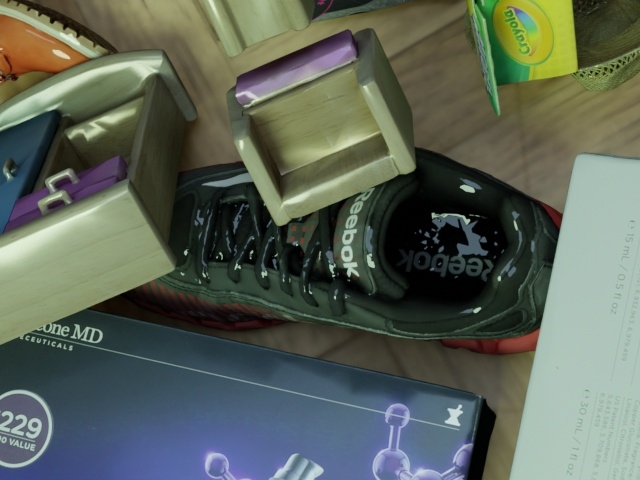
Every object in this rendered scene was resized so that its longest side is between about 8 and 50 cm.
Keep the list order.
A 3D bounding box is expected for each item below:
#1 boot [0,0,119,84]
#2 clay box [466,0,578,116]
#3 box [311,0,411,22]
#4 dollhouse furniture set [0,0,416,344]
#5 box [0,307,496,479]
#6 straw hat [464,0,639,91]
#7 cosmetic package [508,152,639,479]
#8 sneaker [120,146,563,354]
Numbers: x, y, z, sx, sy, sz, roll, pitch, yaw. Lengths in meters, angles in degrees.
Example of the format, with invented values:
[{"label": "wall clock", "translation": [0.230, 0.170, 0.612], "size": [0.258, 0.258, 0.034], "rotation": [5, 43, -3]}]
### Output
[{"label": "boot", "translation": [-0.199, -0.110, 0.768], "size": [0.157, 0.059, 0.085], "rotation": [17, 95, 14]}, {"label": "clay box", "translation": [0.089, -0.177, 0.634], "size": [0.053, 0.127, 0.222], "rotation": [-11, 45, 8]}, {"label": "box", "translation": [-0.016, -0.263, 0.705], "size": [0.142, 0.163, 0.247], "rotation": [-8, 76, 13]}, {"label": "dollhouse furniture set", "translation": [-0.148, -0.143, 0.599], "size": [0.286, 0.198, 0.303], "rotation": [-23, 117, 9]}, {"label": "box", "translation": [-0.057, 0.144, 0.654], "size": [0.261, 0.103, 0.184], "rotation": [11, 77, 13]}, {"label": "straw hat", "translation": [0.153, -0.118, 0.686], "size": [0.144, 0.061, 0.145], "rotation": [-17, 43, 16]}, {"label": "cosmetic package", "translation": [0.216, 0.163, 0.531], "size": [0.284, 0.097, 0.377], "rotation": [9, 83, 40]}, {"label": "sneaker", "translation": [0.000, 0.000, 0.657], "size": [0.276, 0.135, 0.098], "rotation": [5, 80, 14]}]
